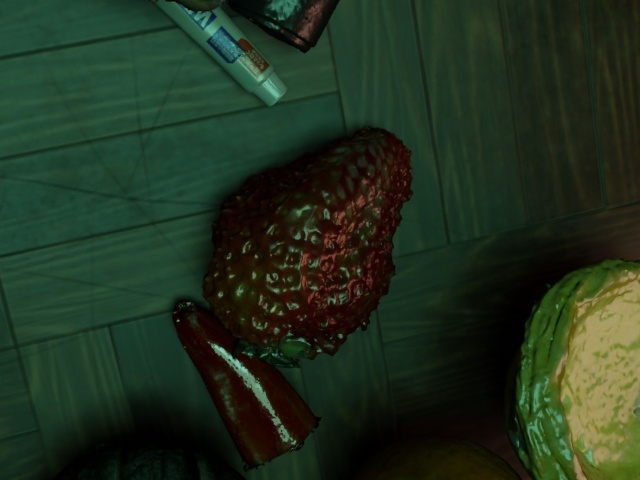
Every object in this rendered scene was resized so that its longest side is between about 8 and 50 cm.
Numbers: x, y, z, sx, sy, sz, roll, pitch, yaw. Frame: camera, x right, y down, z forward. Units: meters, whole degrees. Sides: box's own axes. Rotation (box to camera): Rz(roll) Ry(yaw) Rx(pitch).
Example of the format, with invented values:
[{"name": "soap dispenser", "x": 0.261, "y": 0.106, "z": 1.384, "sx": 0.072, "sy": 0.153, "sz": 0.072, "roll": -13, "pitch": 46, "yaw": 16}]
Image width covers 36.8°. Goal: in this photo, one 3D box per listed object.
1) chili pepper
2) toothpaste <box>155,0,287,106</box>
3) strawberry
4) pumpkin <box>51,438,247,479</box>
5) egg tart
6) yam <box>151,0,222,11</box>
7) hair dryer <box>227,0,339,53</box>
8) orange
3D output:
[{"name": "chili pepper", "x": -0.083, "y": 0.124, "z": 0.890, "sx": 0.088, "sy": 0.065, "sz": 0.169, "roll": -31, "pitch": 100, "yaw": 16}, {"name": "toothpaste", "x": -0.112, "y": -0.201, "z": 0.830, "sx": 0.218, "sy": 0.033, "sz": 0.052, "roll": 45, "pitch": 82, "yaw": -13}, {"name": "strawberry", "x": -0.007, "y": -0.002, "z": 0.837, "sx": 0.175, "sy": 0.107, "sz": 0.236, "roll": 14, "pitch": 85, "yaw": -7}, {"name": "pumpkin", "x": -0.155, "y": 0.280, "z": 0.846, "sx": 0.221, "sy": 0.162, "sz": 0.220, "roll": -2, "pitch": 110, "yaw": -5}, {"name": "egg tart", "x": 0.268, "y": 0.158, "z": 0.916, "sx": 0.294, "sy": 0.123, "sz": 0.294, "roll": 3, "pitch": 84, "yaw": -33}, {"name": "yam", "x": -0.189, "y": -0.320, "z": 0.695, "sx": 0.348, "sy": 0.241, "sz": 0.241, "roll": 18, "pitch": 97, "yaw": -17}, {"name": "hair dryer", "x": 0.003, "y": -0.253, "z": 0.733, "sx": 0.089, "sy": 0.251, "sz": 0.197, "roll": 28, "pitch": 96, "yaw": -6}, {"name": "orange", "x": 0.114, "y": 0.288, "z": 0.883, "sx": 0.170, "sy": 0.224, "sz": 0.224, "roll": -5, "pitch": 103, "yaw": -33}]
